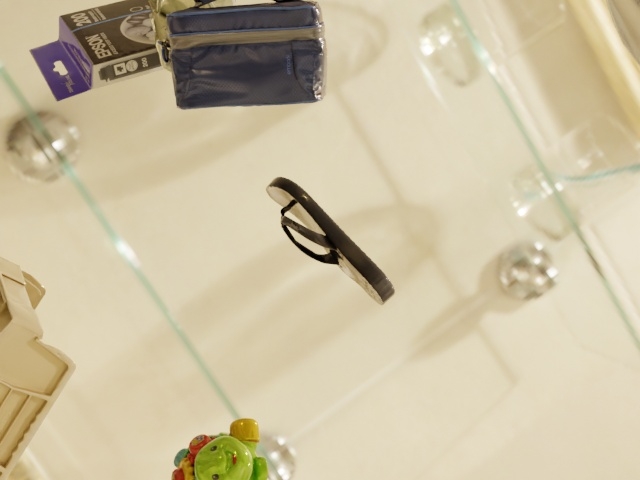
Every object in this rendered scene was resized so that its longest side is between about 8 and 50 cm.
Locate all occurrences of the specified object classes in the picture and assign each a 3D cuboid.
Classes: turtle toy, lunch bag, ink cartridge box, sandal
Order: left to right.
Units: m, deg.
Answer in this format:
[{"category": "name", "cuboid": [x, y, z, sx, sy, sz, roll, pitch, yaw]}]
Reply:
[{"category": "ink cartridge box", "cuboid": [-0.295, -0.277, 1.531, 0.206, 0.208, 0.045, -131, -155, -52]}, {"category": "turtle toy", "cuboid": [-0.081, 0.189, 0.864, 0.130, 0.066, 0.095, 133, -44, -54]}, {"category": "lunch bag", "cuboid": [-0.045, -0.112, 0.632, 0.067, 0.099, 0.065, -87, 174, -78]}, {"category": "sandal", "cuboid": [0.000, 0.000, 1.519, 0.254, 0.054, 0.097, 45, -10, 28]}]

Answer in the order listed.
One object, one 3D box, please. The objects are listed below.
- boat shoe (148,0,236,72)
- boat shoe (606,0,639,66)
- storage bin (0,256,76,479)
[{"category": "boat shoe", "cuboid": [-0.153, -0.269, 1.315, 0.302, 0.109, 0.094, 133, -34, -84]}, {"category": "boat shoe", "cuboid": [0.201, -0.185, 0.529, 0.096, 0.088, 0.267, 49, -16, 36]}, {"category": "storage bin", "cuboid": [-0.472, 0.186, 1.534, 0.123, 0.260, 0.262, 30, 7, -30]}]
